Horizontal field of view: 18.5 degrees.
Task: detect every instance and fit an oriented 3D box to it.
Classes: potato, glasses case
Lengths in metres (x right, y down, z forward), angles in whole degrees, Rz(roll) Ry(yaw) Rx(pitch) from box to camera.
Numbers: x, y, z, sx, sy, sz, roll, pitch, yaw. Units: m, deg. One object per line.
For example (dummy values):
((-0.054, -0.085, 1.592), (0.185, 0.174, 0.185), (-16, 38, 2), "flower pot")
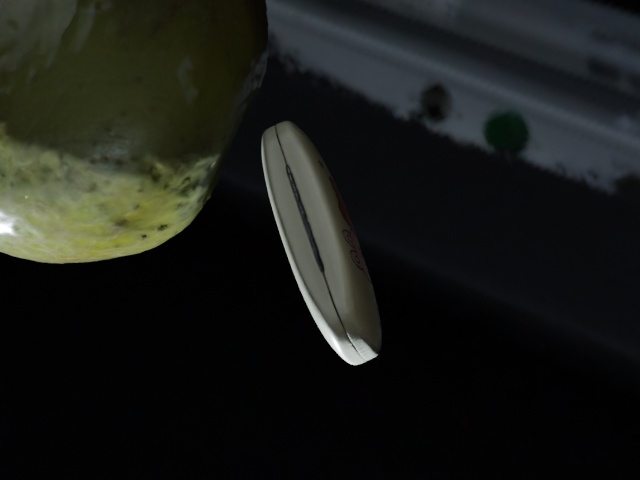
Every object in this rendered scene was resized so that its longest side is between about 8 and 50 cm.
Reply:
((-0.144, -0.094, 0.808), (0.251, 0.159, 0.174), (23, -90, 7), "potato")
((0.000, 0.000, 0.605), (0.021, 0.032, 0.083), (-23, -121, 6), "glasses case")
